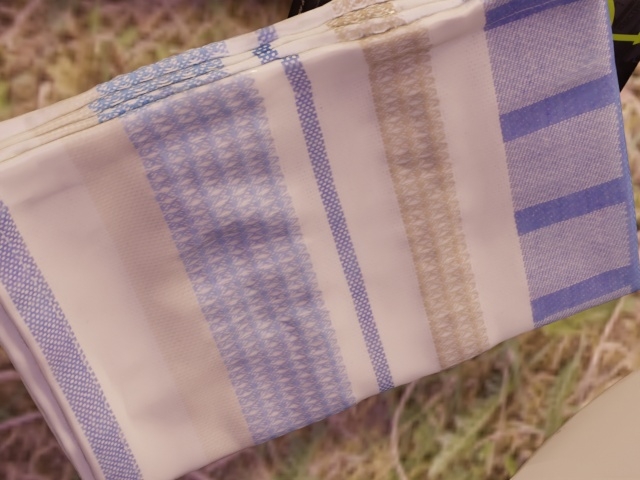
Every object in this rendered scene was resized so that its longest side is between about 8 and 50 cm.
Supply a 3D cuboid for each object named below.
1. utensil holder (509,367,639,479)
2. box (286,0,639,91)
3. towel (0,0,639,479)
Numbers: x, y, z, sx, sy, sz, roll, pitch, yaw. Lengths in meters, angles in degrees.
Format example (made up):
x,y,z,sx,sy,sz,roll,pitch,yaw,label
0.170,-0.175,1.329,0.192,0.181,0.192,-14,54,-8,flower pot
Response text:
x,y,z,sx,sy,sz,roll,pitch,yaw,label
0.280,0.264,0.597,0.327,0.327,0.385,-41,109,-7,utensil holder
0.060,-0.077,0.572,0.162,0.029,0.116,0,143,-17,box
0.000,0.000,0.547,0.285,0.034,0.209,-21,129,-4,towel
